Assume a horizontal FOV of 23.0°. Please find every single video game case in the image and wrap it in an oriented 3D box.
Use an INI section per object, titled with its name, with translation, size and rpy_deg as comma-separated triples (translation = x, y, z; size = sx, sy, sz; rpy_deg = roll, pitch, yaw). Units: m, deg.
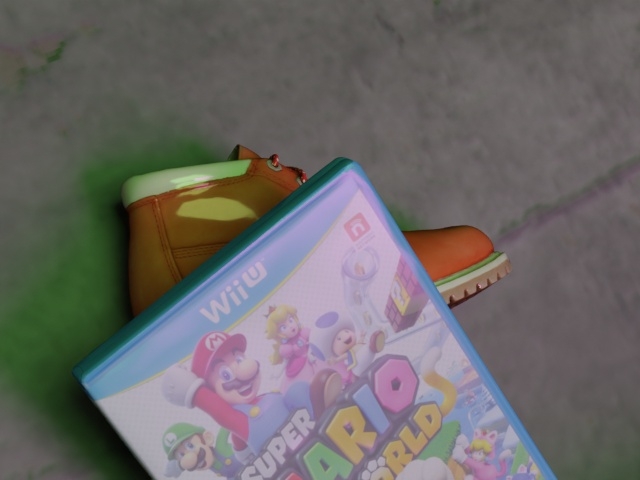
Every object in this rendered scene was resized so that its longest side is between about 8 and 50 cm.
[video game case]
translation = 0.007, 0.071, 0.554
size = 0.119, 0.015, 0.166
rpy_deg = -39, 113, -13

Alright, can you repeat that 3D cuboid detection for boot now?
[boot]
translation = 0.000, 0.000, 0.592
size = 0.158, 0.059, 0.085
rpy_deg = -8, 76, -30
